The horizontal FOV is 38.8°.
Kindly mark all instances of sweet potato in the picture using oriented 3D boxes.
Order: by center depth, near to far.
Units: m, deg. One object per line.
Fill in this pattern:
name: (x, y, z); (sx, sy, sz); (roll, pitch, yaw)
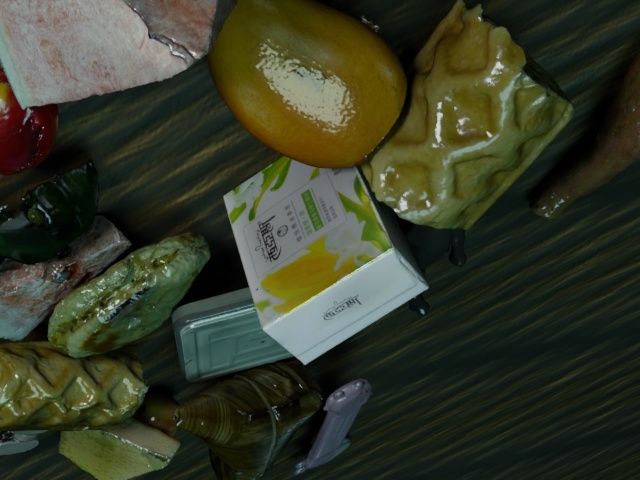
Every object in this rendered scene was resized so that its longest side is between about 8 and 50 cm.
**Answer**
sweet potato: (0.449, -0.163, 1.327); (0.109, 0.109, 0.385); (8, 130, -28)

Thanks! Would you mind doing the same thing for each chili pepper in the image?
chili pepper: (-0.391, -0.012, 1.121); (0.264, 0.116, 0.148); (-19, 140, -2)

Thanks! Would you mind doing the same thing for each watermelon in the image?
watermelon: (-0.189, -0.231, 0.900); (0.283, 0.292, 0.250); (-12, 161, -16)
watermelon: (-0.360, 0.049, 1.230); (0.241, 0.094, 0.154); (-32, 144, 7)

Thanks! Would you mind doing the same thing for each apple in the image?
apple: (-0.273, 0.292, 1.501); (0.084, 0.084, 0.071); (-42, 131, 21)

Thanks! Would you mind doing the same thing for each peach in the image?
peach: (-0.361, -0.138, 1.025); (0.127, 0.092, 0.172); (-13, 134, -14)

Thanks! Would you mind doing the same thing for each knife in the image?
knife: (0.025, 0.333, 1.632); (0.132, 0.038, 0.398); (-25, 157, -24)

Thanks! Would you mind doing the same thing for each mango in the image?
mango: (-0.033, -0.195, 1.070); (0.257, 0.138, 0.187); (26, 133, -25)

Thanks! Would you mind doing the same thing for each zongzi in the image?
zongzi: (-0.165, 0.327, 1.498); (0.288, 0.134, 0.286); (-11, 140, -45)

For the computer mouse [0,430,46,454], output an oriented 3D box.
computer mouse: (-0.517, 0.261, 1.370); (0.236, 0.082, 0.145); (29, 117, -39)

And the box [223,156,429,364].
box: (0.000, 0.000, 1.188); (0.194, 0.260, 0.111); (-34, 137, 11)

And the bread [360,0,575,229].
bread: (0.177, -0.152, 1.147); (0.252, 0.196, 0.238); (-51, 152, 19)

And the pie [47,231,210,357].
pie: (-0.261, 0.083, 1.245); (0.248, 0.090, 0.201); (-39, 167, 18)

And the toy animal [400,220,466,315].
toy animal: (0.130, 0.026, 1.362); (0.245, 0.114, 0.146); (-53, 150, -24)

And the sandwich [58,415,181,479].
sandwich: (-0.332, 0.348, 1.483); (0.193, 0.058, 0.162); (23, 131, 6)

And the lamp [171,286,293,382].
lamp: (-0.088, 0.130, 1.374); (0.266, 0.047, 0.269); (-14, 156, -11)

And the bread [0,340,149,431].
bread: (-0.387, 0.211, 1.308); (0.268, 0.130, 0.152); (9, 161, -42)
